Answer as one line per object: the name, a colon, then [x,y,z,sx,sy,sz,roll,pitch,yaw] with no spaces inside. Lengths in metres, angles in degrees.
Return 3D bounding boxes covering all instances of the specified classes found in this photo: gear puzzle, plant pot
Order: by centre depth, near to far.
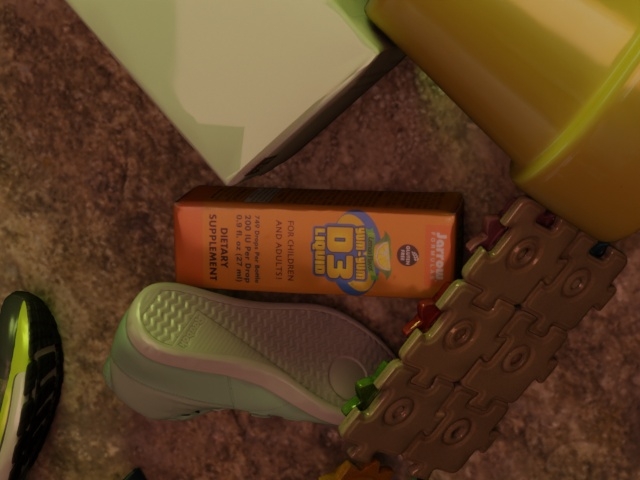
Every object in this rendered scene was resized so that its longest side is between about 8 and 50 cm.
plant pot: [0.171,-0.164,0.957,0.239,0.254,0.254,31,104,-5]
gear puzzle: [0.099,0.112,1.102,0.339,0.175,0.044,-53,46,12]

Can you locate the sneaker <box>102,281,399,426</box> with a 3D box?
sneaker: [-0.058,0.115,1.163,0.256,0.094,0.151,19,148,-16]

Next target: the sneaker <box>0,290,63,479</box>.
sneaker: [-0.314,0.182,1.187,0.121,0.111,0.299,20,95,3]

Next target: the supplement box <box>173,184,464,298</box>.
supplement box: [0.000,0.000,1.124,0.233,0.080,0.078,1,102,8]

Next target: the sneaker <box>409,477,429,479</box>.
sneaker: [0.095,0.258,1.174,0.098,0.038,0.069,47,106,10]

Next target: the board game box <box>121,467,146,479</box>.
board game box: [-0.203,0.336,1.228,0.194,0.060,0.194,-29,94,15]

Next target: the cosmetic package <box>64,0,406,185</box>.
cosmetic package: [-0.116,-0.237,1.036,0.156,0.217,0.385,-43,92,14]
